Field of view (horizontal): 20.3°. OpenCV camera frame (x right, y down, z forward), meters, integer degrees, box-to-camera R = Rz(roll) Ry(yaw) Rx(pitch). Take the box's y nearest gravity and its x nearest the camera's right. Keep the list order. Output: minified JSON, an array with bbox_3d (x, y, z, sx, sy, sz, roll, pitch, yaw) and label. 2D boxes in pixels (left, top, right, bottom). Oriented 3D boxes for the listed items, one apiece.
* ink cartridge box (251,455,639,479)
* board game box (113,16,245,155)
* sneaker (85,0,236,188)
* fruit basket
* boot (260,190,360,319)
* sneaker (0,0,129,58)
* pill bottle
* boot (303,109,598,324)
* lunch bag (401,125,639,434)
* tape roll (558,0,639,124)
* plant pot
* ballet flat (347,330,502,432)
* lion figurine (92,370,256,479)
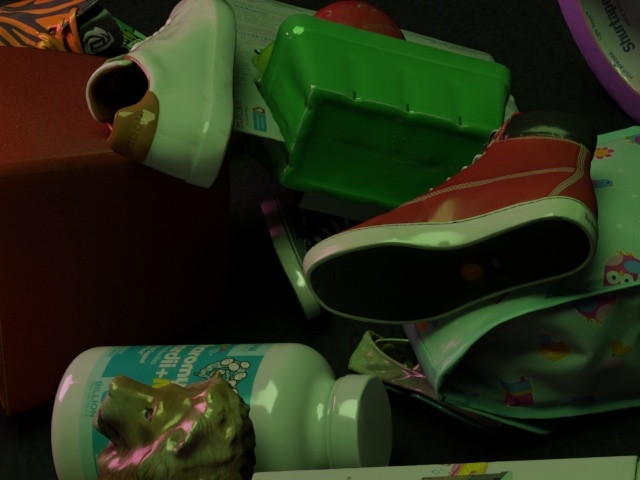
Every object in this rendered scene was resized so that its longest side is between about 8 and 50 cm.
[{"bbox_3d":[0.098,0.260,1.235,0.278,0.201,0.117,-5,39,17],"label":"ink cartridge box"},{"bbox_3d":[-0.236,-0.137,2.005,0.213,0.046,0.317,-33,40,-20],"label":"board game box"},{"bbox_3d":[-0.144,-0.157,1.607,0.123,0.106,0.290,15,27,-12],"label":"sneaker"},{"bbox_3d":[0.047,-0.145,1.770,0.327,0.165,0.353,12,21,-14],"label":"fruit basket"},{"bbox_3d":[0.000,0.000,1.713,0.086,0.069,0.190,-21,35,0],"label":"boot"},{"bbox_3d":[-0.308,-0.199,1.972,0.180,0.125,0.321,-17,37,4],"label":"sneaker"},{"bbox_3d":[-0.079,0.158,1.484,0.264,0.146,0.146,-2,40,19],"label":"pill bottle"},{"bbox_3d":[0.109,-0.028,1.460,0.244,0.088,0.176,-13,36,18],"label":"boot"},{"bbox_3d":[0.190,0.040,1.516,0.262,0.160,0.223,-14,38,-4],"label":"lunch bag"},{"bbox_3d":[0.331,-0.229,1.696,0.090,0.275,0.275,-29,38,-14],"label":"tape roll"},{"bbox_3d":[-0.223,-0.032,1.702,0.235,0.267,0.267,-11,35,-19],"label":"plant pot"},{"bbox_3d":[0.091,0.116,1.533,0.168,0.057,0.052,19,86,39],"label":"ballet flat"},{"bbox_3d":[-0.146,0.289,1.290,0.240,0.142,0.392,-31,41,28],"label":"lion figurine"}]
